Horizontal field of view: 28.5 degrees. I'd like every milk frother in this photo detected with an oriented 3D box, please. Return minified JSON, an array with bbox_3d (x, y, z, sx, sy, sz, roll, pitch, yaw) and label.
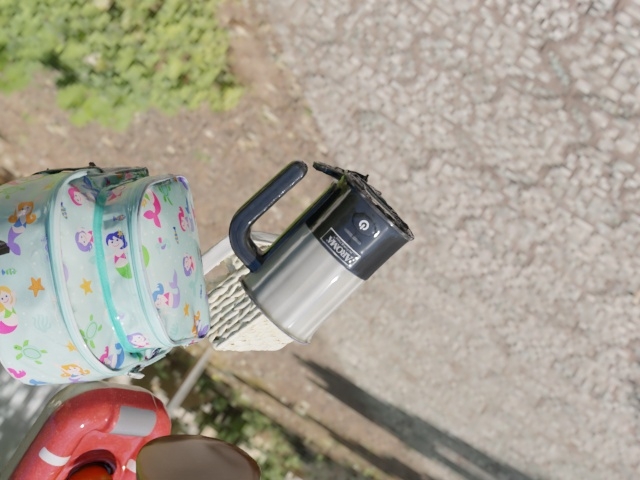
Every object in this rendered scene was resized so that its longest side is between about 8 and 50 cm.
[{"bbox_3d":[0.000,0.000,1.117,0.129,0.135,0.143,48,-170,14],"label":"milk frother"}]

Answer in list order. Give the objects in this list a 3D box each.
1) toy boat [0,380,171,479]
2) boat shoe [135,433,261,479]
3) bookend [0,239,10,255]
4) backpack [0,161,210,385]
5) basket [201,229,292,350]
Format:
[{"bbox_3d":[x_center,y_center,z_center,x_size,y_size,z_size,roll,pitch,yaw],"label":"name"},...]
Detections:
[{"bbox_3d":[-0.244,0.271,1.345,0.151,0.231,0.151,15,-153,-44],"label":"toy boat"},{"bbox_3d":[-0.058,0.166,0.681,0.073,0.073,0.207,-1,-168,-15],"label":"boat shoe"},{"bbox_3d":[-0.330,-0.067,0.984,0.156,0.157,0.072,5,-169,24],"label":"bookend"},{"bbox_3d":[-0.228,0.033,1.268,0.191,0.225,0.253,-9,180,21],"label":"backpack"},{"bbox_3d":[-0.074,0.063,1.471,0.103,0.113,0.167,60,-159,19],"label":"basket"}]
